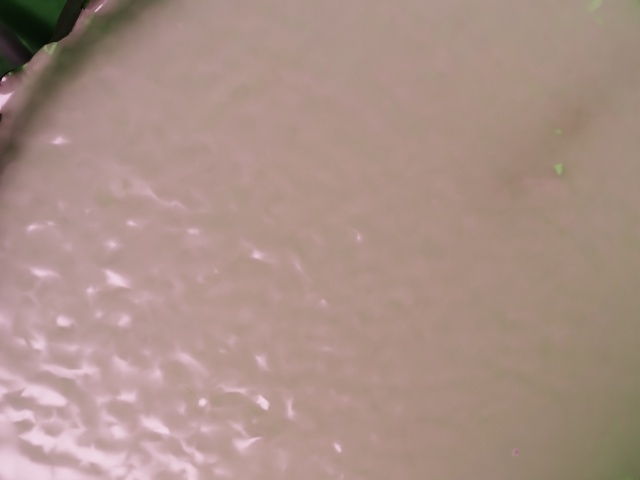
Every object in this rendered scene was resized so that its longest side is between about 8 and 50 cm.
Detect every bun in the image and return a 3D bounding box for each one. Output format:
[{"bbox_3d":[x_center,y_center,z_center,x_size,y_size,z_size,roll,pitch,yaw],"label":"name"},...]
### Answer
[{"bbox_3d":[0.000,0.000,0.443,0.263,0.175,0.263,-5,110,-14],"label":"bun"}]
